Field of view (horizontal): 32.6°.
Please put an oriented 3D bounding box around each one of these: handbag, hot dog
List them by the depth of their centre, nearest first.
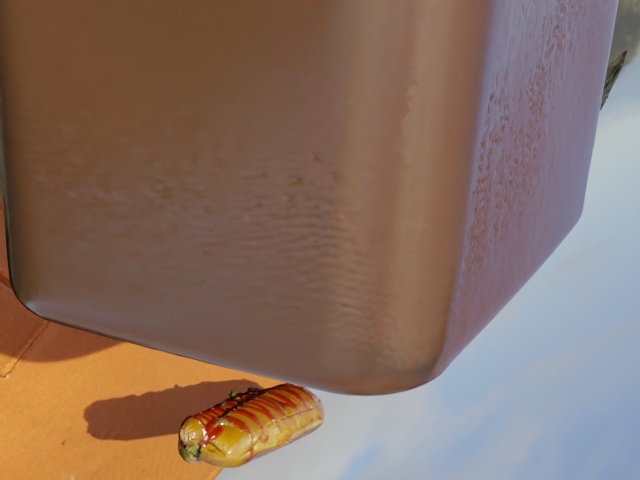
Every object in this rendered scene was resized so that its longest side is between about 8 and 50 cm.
[{"bbox_3d":[-0.047,0.120,0.731,0.062,0.038,0.144,0,-177,28],"label":"hot dog"},{"bbox_3d":[-0.190,0.084,0.851,0.410,0.303,0.116,-50,-157,11],"label":"handbag"}]

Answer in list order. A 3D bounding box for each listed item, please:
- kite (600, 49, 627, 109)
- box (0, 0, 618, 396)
[{"bbox_3d":[0.233,-0.090,1.177,0.152,0.015,0.285,-59,-177,-26],"label":"kite"},{"bbox_3d":[0.010,-0.097,0.561,0.240,0.229,0.339,12,-160,23],"label":"box"}]
